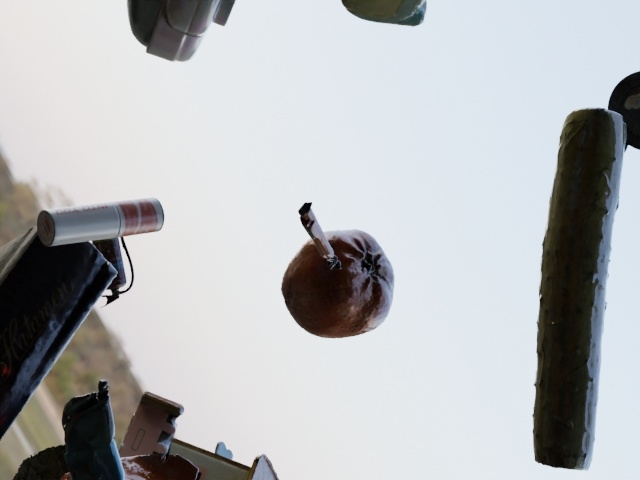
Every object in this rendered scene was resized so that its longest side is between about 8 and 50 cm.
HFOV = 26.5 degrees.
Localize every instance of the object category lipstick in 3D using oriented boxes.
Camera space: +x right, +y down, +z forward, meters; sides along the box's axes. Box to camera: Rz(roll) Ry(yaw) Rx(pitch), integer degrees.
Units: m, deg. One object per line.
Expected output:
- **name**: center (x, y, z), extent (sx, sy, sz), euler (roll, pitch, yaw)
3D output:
- **lipstick**: center (-0.226, -0.020, 1.405), extent (0.038, 0.131, 0.038), euler (12, -74, 48)

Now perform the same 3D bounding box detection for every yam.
- **yam**: center (0.265, 0.049, 1.412), extent (0.083, 0.083, 0.371), euler (146, -48, -80)

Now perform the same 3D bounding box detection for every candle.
- **candle**: center (-0.001, 0.001, 1.837), extent (0.167, 0.021, 0.026), euler (63, 35, -57)

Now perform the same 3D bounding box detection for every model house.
- **model house**: center (-0.139, 0.329, 1.574), extent (0.244, 0.169, 0.326), euler (23, -44, 0)

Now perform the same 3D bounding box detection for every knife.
- **knife**: center (-0.169, 0.256, 1.094), extent (0.026, 0.044, 0.296), euler (-110, -168, -79)

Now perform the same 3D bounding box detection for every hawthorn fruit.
- **hawthorn fruit**: center (0.016, 0.074, 2.140), extent (0.200, 0.179, 0.179), euler (-24, -82, 43)

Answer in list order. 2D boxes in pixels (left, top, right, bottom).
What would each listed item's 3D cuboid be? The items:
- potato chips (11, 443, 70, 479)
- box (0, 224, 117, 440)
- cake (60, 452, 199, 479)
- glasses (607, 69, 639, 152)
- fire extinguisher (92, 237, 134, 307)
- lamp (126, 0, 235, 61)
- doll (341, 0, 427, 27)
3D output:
- **potato chips**: center (-0.368, 0.350, 1.817), extent (0.026, 0.209, 0.142), euler (0, 77, -54)
- **box**: center (-0.434, 0.136, 1.724), extent (0.116, 0.264, 0.415), euler (42, -29, -17)
- **cake**: center (-0.210, 0.328, 1.281), extent (0.135, 0.287, 0.098), euler (25, -35, -15)
- **glasses**: center (0.501, -0.166, 1.765), extent (0.268, 0.234, 0.118), euler (-33, 131, -67)
- **fire extinguisher**: center (-0.281, 0.020, 1.812), extent (0.039, 0.056, 0.132), euler (-164, -117, -79)
- **lamp**: center (-0.145, -0.277, 1.415), extent (0.246, 0.108, 0.179), euler (-148, -106, -74)
- **doll**: center (0.100, -0.468, 2.040), extent (0.177, 0.161, 0.260), euler (118, -24, -68)
